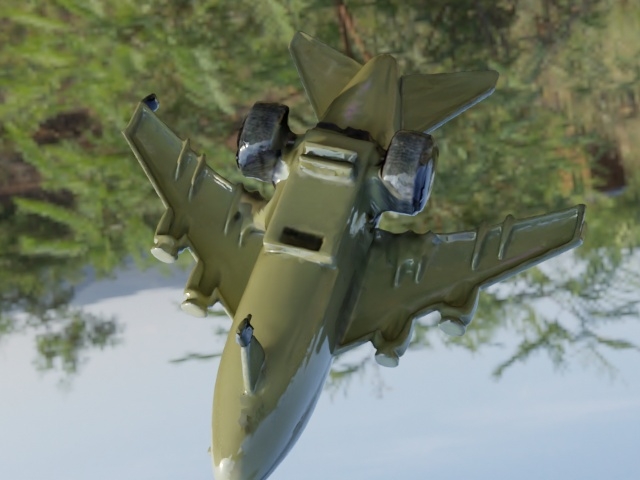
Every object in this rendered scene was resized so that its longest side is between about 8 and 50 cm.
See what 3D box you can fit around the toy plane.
[{"bbox_3d":[0.000,0.000,0.558,0.241,0.104,0.256,15,-130,11],"label":"toy plane"}]
